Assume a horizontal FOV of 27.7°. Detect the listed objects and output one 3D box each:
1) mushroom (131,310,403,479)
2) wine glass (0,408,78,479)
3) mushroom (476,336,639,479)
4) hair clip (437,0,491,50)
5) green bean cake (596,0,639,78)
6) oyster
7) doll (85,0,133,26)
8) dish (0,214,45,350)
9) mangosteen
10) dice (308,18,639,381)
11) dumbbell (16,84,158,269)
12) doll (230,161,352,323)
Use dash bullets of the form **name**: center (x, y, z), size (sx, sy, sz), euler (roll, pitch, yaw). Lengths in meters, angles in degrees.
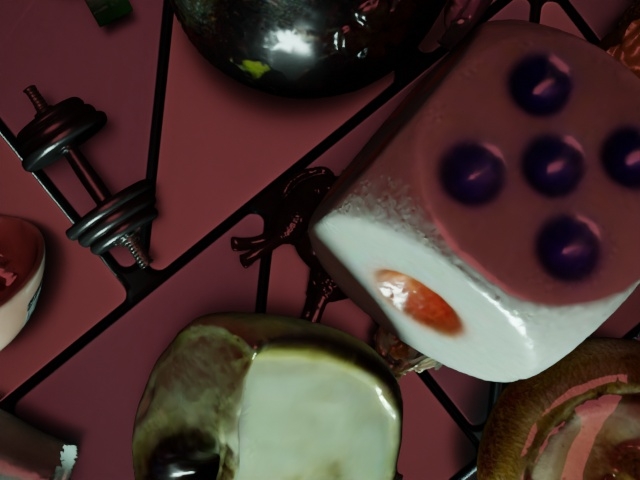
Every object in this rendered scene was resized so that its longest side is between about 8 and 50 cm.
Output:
- **mushroom**: center (-0.050, 0.205, 1.266), size (0.217, 0.212, 0.292), euler (2, 98, -41)
- **wine glass**: center (-0.352, 0.199, 1.263), size (0.222, 0.103, 0.103), euler (20, 90, -3)
- **mushroom**: center (0.273, 0.220, 1.268), size (0.253, 0.153, 0.253), euler (0, 91, -5)
- **hair clip**: center (0.171, -0.284, 1.211), size (0.095, 0.110, 0.359), euler (49, 45, -28)
- **green bean cake**: center (0.390, -0.160, 1.280), size (0.229, 0.131, 0.224), euler (44, 87, -3)
- **oyster**: center (0.116, 0.068, 1.305), size (0.105, 0.056, 0.177), euler (29, 77, -12)
- **doll**: center (-0.247, -0.308, 1.229), size (0.106, 0.186, 0.134), euler (-26, 63, -2)
- **dish**: center (-0.364, 0.058, 1.246), size (0.213, 0.213, 0.090), euler (-4, 124, -3)
- **mangosteen**: center (-0.016, -0.274, 1.201), size (0.288, 0.288, 0.288), euler (0, 91, -3)
- **dice**: center (0.158, -0.036, 1.180), size (0.243, 0.259, 0.251), euler (40, 71, -2)
- **dumbbell**: center (-0.227, -0.062, 1.266), size (0.099, 0.099, 0.208), euler (-34, 92, -2)
- **doll**: center (0.000, 0.000, 1.302), size (0.165, 0.057, 0.139), euler (-39, 90, -7)
